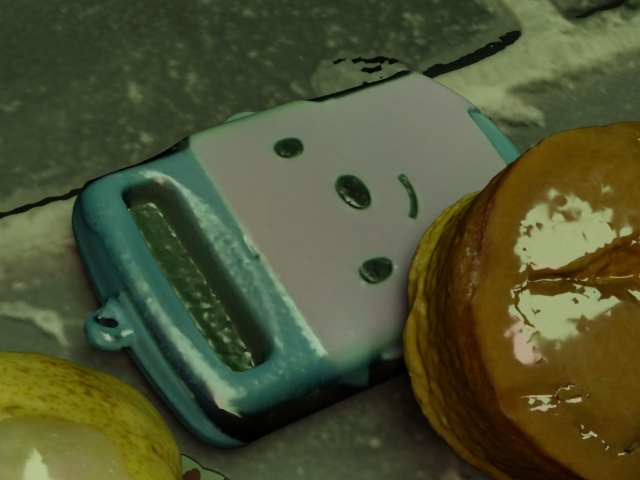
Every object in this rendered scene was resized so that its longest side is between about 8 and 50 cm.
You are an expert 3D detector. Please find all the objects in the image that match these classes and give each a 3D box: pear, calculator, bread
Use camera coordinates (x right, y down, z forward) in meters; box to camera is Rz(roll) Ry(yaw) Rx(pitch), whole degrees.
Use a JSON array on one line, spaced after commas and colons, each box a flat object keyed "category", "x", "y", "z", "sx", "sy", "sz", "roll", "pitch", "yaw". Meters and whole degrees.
[{"category": "pear", "x": -0.134, "y": 0.128, "z": 0.547, "sx": 0.178, "sy": 0.178, "sz": 0.178, "roll": 10, "pitch": 55, "yaw": -15}, {"category": "calculator", "x": 0.000, "y": 0.000, "z": 0.760, "sx": 0.293, "sy": 0.051, "sz": 0.173, "roll": -22, "pitch": 69, "yaw": -31}, {"category": "bread", "x": 0.174, "y": 0.045, "z": 0.708, "sx": 0.269, "sy": 0.142, "sz": 0.195, "roll": 13, "pitch": 71, "yaw": -27}]

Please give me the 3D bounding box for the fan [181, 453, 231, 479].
[{"category": "fan", "x": -0.052, "y": 0.141, "z": 0.673, "sx": 0.083, "sy": 0.004, "sz": 0.056, "roll": 35, "pitch": 52, "yaw": 4}]
